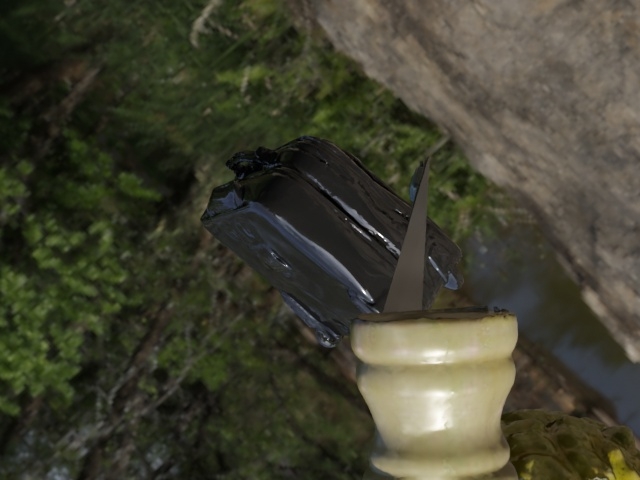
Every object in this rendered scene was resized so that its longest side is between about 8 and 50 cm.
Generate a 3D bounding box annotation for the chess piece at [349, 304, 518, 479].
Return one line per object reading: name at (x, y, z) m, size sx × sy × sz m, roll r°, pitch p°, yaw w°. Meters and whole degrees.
chess piece at (0.064, 0.137, 0.546) m, size 0.090 × 0.090 × 0.200 m, roll 168°, pitch 99°, yaw -80°

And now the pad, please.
pad at (0.060, 0.079, 0.791) m, size 0.009 × 0.159 × 0.265 m, roll 10°, pitch 142°, yaw 12°

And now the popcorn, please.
popcorn at (0.194, 0.264, 0.879) m, size 0.249 × 0.249 × 0.225 m, roll 61°, pitch -172°, yaw -54°

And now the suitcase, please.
suitcase at (0.000, 0.000, 1.493) m, size 0.339 × 0.188 × 0.345 m, roll 40°, pitch 166°, yaw -14°
